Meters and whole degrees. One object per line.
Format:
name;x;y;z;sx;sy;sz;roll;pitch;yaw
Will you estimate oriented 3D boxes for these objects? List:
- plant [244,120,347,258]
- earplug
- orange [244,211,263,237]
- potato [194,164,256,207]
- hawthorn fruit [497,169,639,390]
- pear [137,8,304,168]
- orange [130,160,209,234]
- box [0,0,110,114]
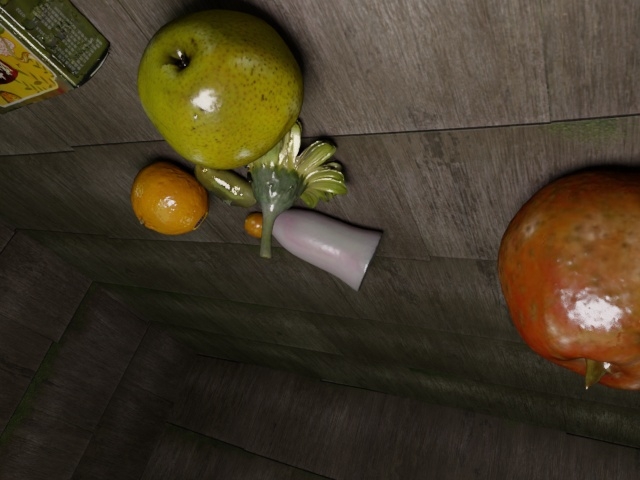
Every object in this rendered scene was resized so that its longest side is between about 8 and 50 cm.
plant;-0.109;-0.130;1.200;0.305;0.297;0.261;22;-171;-37
earplug;0.000;0.000;1.407;0.301;0.172;0.172;24;154;8
orange;-0.184;-0.044;1.529;0.083;0.070;0.083;19;157;8
potato;-0.254;-0.148;1.375;0.188;0.085;0.105;36;147;-19
hawthorn fruit;0.518;0.085;0.942;0.402;0.403;0.403;16;153;9
pear;-0.175;-0.264;0.907;0.294;0.294;0.294;16;153;9
orange;-0.410;-0.113;1.415;0.219;0.193;0.219;45;-175;-5
box;-0.708;-0.469;1.043;0.372;0.138;0.420;-1;145;36
